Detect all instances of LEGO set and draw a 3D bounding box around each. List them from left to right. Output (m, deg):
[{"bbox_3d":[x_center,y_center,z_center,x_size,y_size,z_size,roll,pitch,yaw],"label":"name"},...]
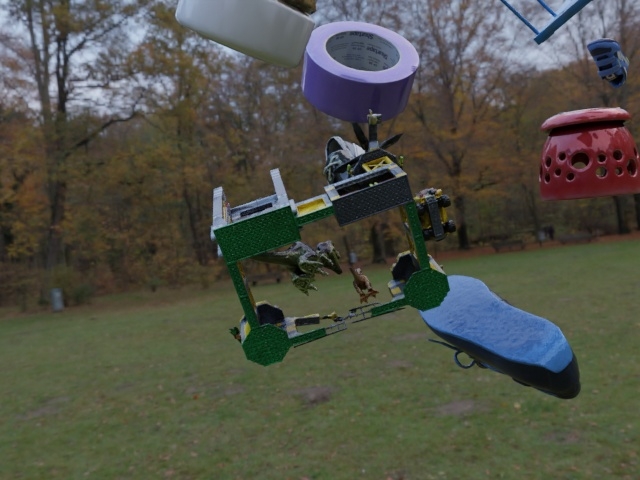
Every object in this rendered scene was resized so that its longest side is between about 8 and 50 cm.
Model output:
[{"bbox_3d":[0.000,0.000,0.819,0.332,0.254,0.192,-26,24,2],"label":"LEGO set"}]

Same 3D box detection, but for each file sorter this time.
[{"bbox_3d":[0.297,-0.342,0.698,0.170,0.104,0.118,-48,4,-19],"label":"file sorter"}]

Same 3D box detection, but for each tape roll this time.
[{"bbox_3d":[0.065,-0.285,1.009,0.189,0.188,0.080,-6,-40,-14],"label":"tape roll"}]

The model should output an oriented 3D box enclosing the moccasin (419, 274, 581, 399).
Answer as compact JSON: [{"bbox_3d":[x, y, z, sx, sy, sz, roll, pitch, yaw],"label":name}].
[{"bbox_3d":[0.265,0.160,0.958,0.138,0.116,0.342,-37,23,-4],"label":"moccasin"}]

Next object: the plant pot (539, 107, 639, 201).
[{"bbox_3d":[0.539,-0.170,1.209,0.191,0.174,0.191,-4,1,0],"label":"plant pot"}]

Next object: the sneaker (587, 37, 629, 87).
[{"bbox_3d":[0.609,-0.375,1.264,0.144,0.059,0.053,22,-16,-37],"label":"sneaker"}]

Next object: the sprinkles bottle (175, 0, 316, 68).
[{"bbox_3d":[-0.013,-0.334,0.504,0.121,0.355,0.121,21,17,-7],"label":"sprinkles bottle"}]

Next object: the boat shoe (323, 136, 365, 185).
[{"bbox_3d":[0.037,-0.115,1.033,0.070,0.077,0.219,29,24,-18],"label":"boat shoe"}]
